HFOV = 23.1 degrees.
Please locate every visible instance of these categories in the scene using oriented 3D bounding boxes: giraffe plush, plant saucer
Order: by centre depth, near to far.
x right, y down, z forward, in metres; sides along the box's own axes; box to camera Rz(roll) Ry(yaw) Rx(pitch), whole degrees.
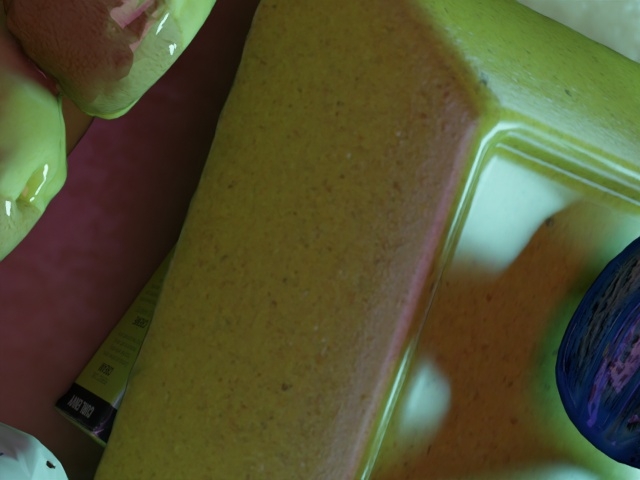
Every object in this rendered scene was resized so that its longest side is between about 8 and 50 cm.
[{"bbox_3d":[-0.127,-0.106,0.519,0.170,0.181,0.210,40,70,-12],"label":"giraffe plush"},{"bbox_3d":[0.086,0.086,0.609,0.332,0.081,0.333,19,90,-33],"label":"plant saucer"}]

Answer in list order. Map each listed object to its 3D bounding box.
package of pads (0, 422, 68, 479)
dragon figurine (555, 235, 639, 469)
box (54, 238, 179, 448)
[{"bbox_3d":[-0.161,0.214,0.449,0.229,0.101,0.297,-40,140,-53],"label":"package of pads"},{"bbox_3d":[0.142,0.049,0.535,0.144,0.085,0.289,29,86,-34],"label":"dragon figurine"},{"bbox_3d":[0.000,0.000,0.624,0.087,0.058,0.232,41,78,-22],"label":"box"}]
